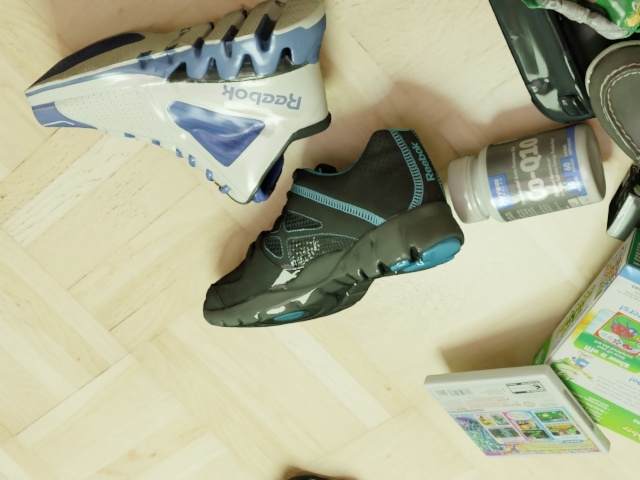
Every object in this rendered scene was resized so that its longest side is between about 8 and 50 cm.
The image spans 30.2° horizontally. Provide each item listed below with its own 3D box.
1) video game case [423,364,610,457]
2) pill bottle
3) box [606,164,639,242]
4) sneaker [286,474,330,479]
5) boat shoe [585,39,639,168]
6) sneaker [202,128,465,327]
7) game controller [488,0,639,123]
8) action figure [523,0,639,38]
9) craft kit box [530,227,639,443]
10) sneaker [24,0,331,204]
[{"bbox_3d":[0.211,0.187,1.279,0.157,0.019,0.143,-11,131,41],"label":"video game case"},{"bbox_3d":[0.197,-0.061,1.136,0.137,0.078,0.078,-13,116,24],"label":"pill bottle"},{"bbox_3d":[0.322,-0.024,1.129,0.083,0.062,0.052,24,125,2],"label":"box"},{"bbox_3d":[0.049,0.390,1.443,0.295,0.104,0.147,23,130,8],"label":"sneaker"},{"bbox_3d":[0.372,-0.053,1.043,0.335,0.095,0.112,36,118,-19],"label":"boat shoe"},{"bbox_3d":[0.000,0.000,1.232,0.340,0.125,0.140,-25,75,38],"label":"sneaker"},{"bbox_3d":[0.216,-0.256,1.030,0.166,0.067,0.319,-23,113,13],"label":"game controller"},{"bbox_3d":[0.205,-0.230,0.976,0.232,0.063,0.137,25,111,-13],"label":"action figure"},{"bbox_3d":[0.364,0.125,1.174,0.249,0.061,0.247,25,139,1],"label":"craft kit box"},{"bbox_3d":[-0.125,-0.117,1.173,0.315,0.127,0.182,-8,116,20],"label":"sneaker"}]
